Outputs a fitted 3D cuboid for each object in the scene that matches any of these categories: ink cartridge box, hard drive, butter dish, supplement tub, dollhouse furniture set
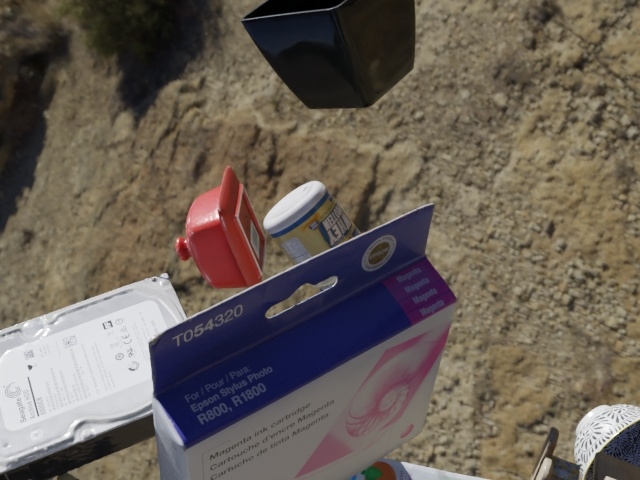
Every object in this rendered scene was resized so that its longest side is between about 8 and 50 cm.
[{"bbox_3d":[-0.009,0.157,0.910,0.071,0.324,0.330,45,147,33],"label":"ink cartridge box"},{"bbox_3d":[-0.333,0.193,1.260,0.064,0.338,0.237,85,160,-47],"label":"hard drive"},{"bbox_3d":[-0.152,-0.001,1.306,0.118,0.160,0.160,-16,30,9],"label":"butter dish"},{"bbox_3d":[0.000,0.000,1.762,0.144,0.200,0.144,-35,16,12],"label":"supplement tub"},{"bbox_3d":[0.370,0.320,1.091,0.242,0.212,0.161,-48,-25,-63],"label":"dollhouse furniture set"}]

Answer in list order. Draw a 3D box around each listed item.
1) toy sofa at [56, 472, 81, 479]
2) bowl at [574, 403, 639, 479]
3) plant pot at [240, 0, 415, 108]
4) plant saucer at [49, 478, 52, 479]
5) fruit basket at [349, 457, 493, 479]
[{"bbox_3d":[-0.351,0.508,1.184,0.177,0.150,0.363,22,59,16],"label":"toy sofa"},{"bbox_3d":[0.467,0.320,1.466,0.170,0.170,0.080,-57,44,16],"label":"bowl"},{"bbox_3d":[0.031,-0.293,1.318,0.188,0.167,0.187,7,40,41],"label":"plant pot"},{"bbox_3d":[-0.546,0.360,1.604,0.067,0.192,0.018,-20,21,43],"label":"plant saucer"},{"bbox_3d":[0.166,0.540,1.519,0.165,0.353,0.327,111,173,-68],"label":"fruit basket"}]
